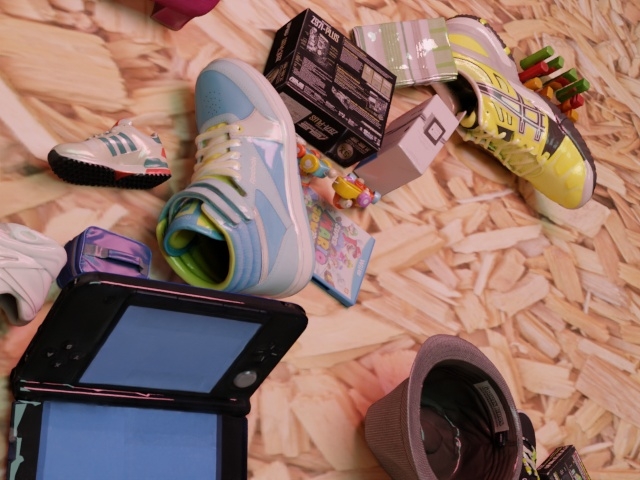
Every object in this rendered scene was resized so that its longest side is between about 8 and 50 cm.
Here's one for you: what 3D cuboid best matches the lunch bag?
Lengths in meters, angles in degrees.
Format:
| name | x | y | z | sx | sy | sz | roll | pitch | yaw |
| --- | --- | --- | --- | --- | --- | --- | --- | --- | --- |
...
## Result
| name | x | y | z | sx | sy | sz | roll | pitch | yaw |
| --- | --- | --- | --- | --- | --- | --- | --- | --- | --- |
| lunch bag | -0.236 | 0.030 | 1.081 | 0.098 | 0.065 | 0.067 | 21 | 60 | -33 |

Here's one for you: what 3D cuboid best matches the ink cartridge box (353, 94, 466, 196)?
| name | x | y | z | sx | sy | sz | roll | pitch | yaw |
| --- | --- | --- | --- | --- | --- | --- | --- | --- | --- |
| ink cartridge box | 0.137 | -0.151 | 1.454 | 0.060 | 0.104 | 0.180 | 49 | 48 | -13 |

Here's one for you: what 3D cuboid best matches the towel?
| name | x | y | z | sx | sy | sz | roll | pitch | yaw |
| --- | --- | --- | --- | --- | --- | --- | --- | --- | --- |
| towel | 0.132 | -0.294 | 1.508 | 0.151 | 0.023 | 0.113 | -9 | 76 | -6 |

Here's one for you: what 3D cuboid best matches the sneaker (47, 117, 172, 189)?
| name | x | y | z | sx | sy | sz | roll | pitch | yaw |
| --- | --- | --- | --- | --- | --- | --- | --- | --- | --- |
| sneaker | -0.251 | -0.107 | 1.135 | 0.161 | 0.057 | 0.075 | 5 | 67 | -44 |

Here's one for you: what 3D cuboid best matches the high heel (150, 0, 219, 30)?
| name | x | y | z | sx | sy | sz | roll | pitch | yaw |
| --- | --- | --- | --- | --- | --- | --- | --- | --- | --- |
| high heel | -0.239 | -0.344 | 1.196 | 0.244 | 0.117 | 0.082 | 28 | 56 | -30 |

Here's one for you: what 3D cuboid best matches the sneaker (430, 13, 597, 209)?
| name | x | y | z | sx | sy | sz | roll | pitch | yaw |
| --- | --- | --- | --- | --- | --- | --- | --- | --- | --- |
| sneaker | 0.300 | -0.188 | 1.605 | 0.385 | 0.145 | 0.147 | 47 | 57 | -4 |

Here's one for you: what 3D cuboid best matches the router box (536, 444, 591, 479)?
| name | x | y | z | sx | sy | sz | roll | pitch | yaw |
| --- | --- | --- | --- | --- | --- | --- | --- | --- | --- |
| router box | 0.383 | 0.392 | 1.489 | 0.092 | 0.038 | 0.123 | -27 | 91 | -43 |

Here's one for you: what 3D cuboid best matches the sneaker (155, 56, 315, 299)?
| name | x | y | z | sx | sy | sz | roll | pitch | yaw |
| --- | --- | --- | --- | --- | --- | --- | --- | --- | --- |
| sneaker | -0.121 | -0.080 | 1.160 | 0.208 | 0.127 | 0.319 | -5 | 75 | -57 |

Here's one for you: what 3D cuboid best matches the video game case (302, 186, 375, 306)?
| name | x | y | z | sx | sy | sz | roll | pitch | yaw |
| --- | --- | --- | --- | --- | --- | --- | --- | --- | --- |
| video game case | 0.000 | 0.000 | 1.334 | 0.166 | 0.015 | 0.119 | 38 | 52 | -24 |

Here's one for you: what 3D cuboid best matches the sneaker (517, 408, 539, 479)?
| name | x | y | z | sx | sy | sz | roll | pitch | yaw |
| --- | --- | --- | --- | --- | --- | --- | --- | --- | --- |
| sneaker | 0.294 | 0.351 | 1.388 | 0.084 | 0.097 | 0.235 | 36 | 53 | -25 |

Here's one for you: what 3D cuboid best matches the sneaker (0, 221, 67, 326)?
| name | x | y | z | sx | sy | sz | roll | pitch | yaw |
| --- | --- | --- | --- | --- | --- | --- | --- | --- | --- |
| sneaker | -0.369 | 0.018 | 0.958 | 0.232 | 0.090 | 0.115 | 26 | 61 | -30 |

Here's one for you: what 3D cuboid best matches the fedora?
| name | x | y | z | sx | sy | sz | roll | pitch | yaw |
| --- | --- | --- | --- | --- | --- | --- | --- | --- | --- |
| fedora | 0.152 | 0.255 | 1.284 | 0.275 | 0.124 | 0.244 | 16 | 65 | -45 |

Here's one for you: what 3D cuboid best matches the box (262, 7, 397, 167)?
| name | x | y | z | sx | sy | sz | roll | pitch | yaw |
| --- | --- | --- | --- | --- | --- | --- | --- | --- | --- |
| box | 0.011 | -0.217 | 1.388 | 0.180 | 0.077 | 0.147 | 32 | 55 | -28 |

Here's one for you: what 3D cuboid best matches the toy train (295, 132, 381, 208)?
| name | x | y | z | sx | sy | sz | roll | pitch | yaw |
| --- | --- | --- | --- | --- | --- | --- | --- | --- | --- |
| toy train | 0.014 | -0.083 | 1.354 | 0.166 | 0.046 | 0.125 | 34 | 11 | -18 |

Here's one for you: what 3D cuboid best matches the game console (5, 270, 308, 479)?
| name | x | y | z | sx | sy | sz | roll | pitch | yaw |
| --- | --- | --- | --- | --- | --- | --- | --- | --- | --- |
| game console | -0.162 | 0.190 | 1.017 | 0.293 | 0.250 | 0.173 | 12 | 39 | -38 |

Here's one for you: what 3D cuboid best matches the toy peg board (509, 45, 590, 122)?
| name | x | y | z | sx | sy | sz | roll | pitch | yaw |
| --- | --- | --- | --- | --- | --- | --- | --- | --- | --- |
| toy peg board | 0.417 | -0.264 | 1.760 | 0.161 | 0.079 | 0.161 | 34 | 53 | -26 |
